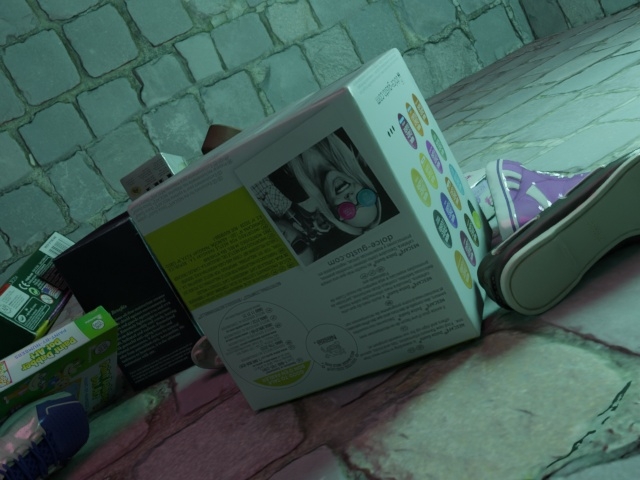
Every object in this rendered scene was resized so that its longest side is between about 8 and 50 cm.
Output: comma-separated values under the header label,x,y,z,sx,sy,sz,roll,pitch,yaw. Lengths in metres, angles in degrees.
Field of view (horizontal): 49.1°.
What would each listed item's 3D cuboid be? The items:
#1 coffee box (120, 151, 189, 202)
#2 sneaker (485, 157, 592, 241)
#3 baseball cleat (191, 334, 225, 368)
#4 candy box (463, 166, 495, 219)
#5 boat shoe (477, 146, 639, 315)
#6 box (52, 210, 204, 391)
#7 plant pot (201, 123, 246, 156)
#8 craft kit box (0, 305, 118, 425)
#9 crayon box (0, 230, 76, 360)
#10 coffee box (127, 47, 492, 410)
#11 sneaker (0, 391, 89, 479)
label,x,y,z,sx,sy,sz,roll,pitch,yaw
coffee box,-0.247,-0.031,1.302,0.098,0.246,0.141,-32,-2,8
sneaker,0.338,-0.064,1.039,0.161,0.102,0.282,-21,24,16
baseball cleat,-0.124,0.159,1.208,0.206,0.072,0.109,-26,-3,-8
candy box,0.227,-0.058,1.284,0.165,0.070,0.196,-36,14,-31
boat shoe,0.335,-0.032,0.857,0.335,0.112,0.095,-33,17,-8
box,-0.336,0.086,1.394,0.182,0.294,0.296,-26,12,7
plant pot,-0.167,-0.076,1.639,0.280,0.323,0.323,-66,20,-7
craft kit box,-0.460,0.254,1.178,0.246,0.061,0.250,-35,-24,-37
crayon box,-0.581,0.185,1.301,0.313,0.106,0.363,-53,14,14
coffee box,0.013,-0.023,0.985,0.338,0.334,0.337,-24,14,24
sneaker,-0.453,0.356,0.997,0.182,0.127,0.315,5,26,44
